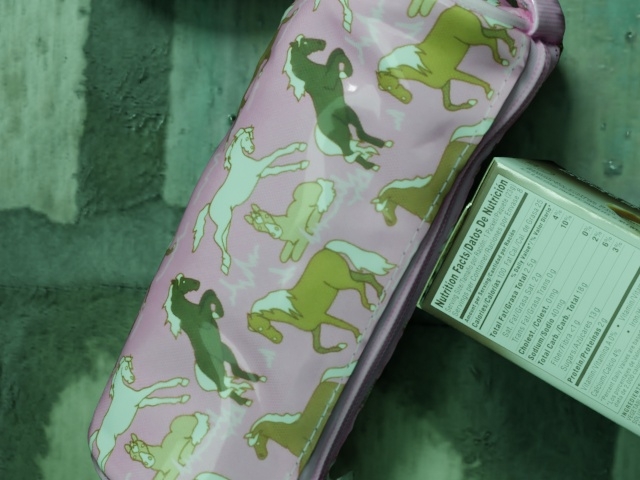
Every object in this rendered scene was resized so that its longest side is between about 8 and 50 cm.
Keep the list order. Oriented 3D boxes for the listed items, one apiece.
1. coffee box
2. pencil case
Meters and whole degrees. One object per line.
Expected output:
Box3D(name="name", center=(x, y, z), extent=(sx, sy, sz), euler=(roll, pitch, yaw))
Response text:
Box3D(name="coffee box", center=(0.198, 0.051, 0.750), extent=(0.247, 0.141, 0.098), euler=(30, 102, 20))
Box3D(name="pencil case", center=(0.000, 0.000, 0.822), extent=(0.167, 0.160, 0.386), euler=(24, 101, -8))
